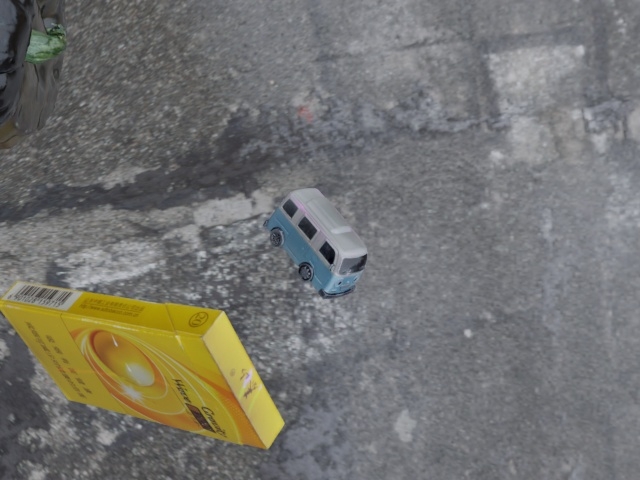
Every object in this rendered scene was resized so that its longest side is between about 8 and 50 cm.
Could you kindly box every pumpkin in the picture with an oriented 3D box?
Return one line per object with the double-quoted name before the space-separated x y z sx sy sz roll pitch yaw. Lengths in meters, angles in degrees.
"pumpkin" -0.319 -0.182 0.749 0.150 0.194 0.194 14 81 3

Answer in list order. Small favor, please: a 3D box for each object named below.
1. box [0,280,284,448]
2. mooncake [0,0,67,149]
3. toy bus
"box" -0.175 0.115 0.803 0.043 0.269 0.152 -56 136 -36
"mooncake" -0.390 -0.248 0.965 0.161 0.290 0.290 8 84 -2
"toy bus" 0.000 0.000 0.969 0.060 0.075 0.123 -10 52 -48
